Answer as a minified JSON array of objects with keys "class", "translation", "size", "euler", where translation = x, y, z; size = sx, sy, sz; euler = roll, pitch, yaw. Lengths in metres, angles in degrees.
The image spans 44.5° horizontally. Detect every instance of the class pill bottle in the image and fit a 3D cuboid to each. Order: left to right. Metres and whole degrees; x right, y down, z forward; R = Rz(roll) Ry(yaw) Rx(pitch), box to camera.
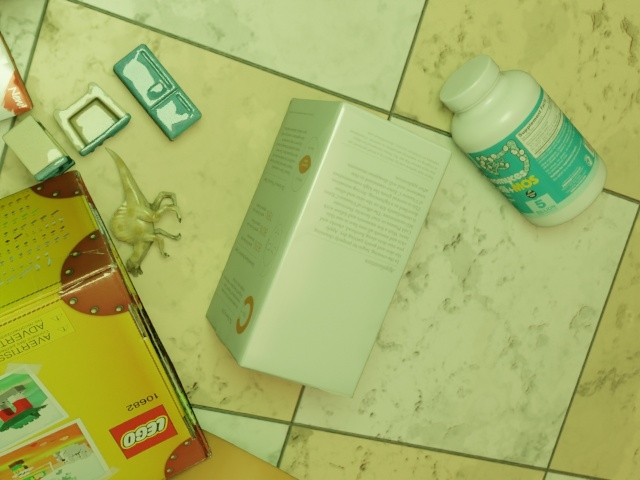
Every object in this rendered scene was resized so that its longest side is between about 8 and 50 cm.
[{"class":"pill bottle","translation":[0.296,-0.151,1.166],"size":[0.264,0.146,0.146],"euler":[42,85,-21]}]

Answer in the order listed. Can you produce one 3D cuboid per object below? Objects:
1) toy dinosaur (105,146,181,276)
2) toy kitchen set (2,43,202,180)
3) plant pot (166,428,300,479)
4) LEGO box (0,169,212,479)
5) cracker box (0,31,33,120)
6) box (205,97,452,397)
[{"class":"toy dinosaur","translation":[-0.238,-0.037,1.053],"size":[0.093,0.053,0.183],"euler":[-9,104,-16]},{"class":"toy kitchen set","translation":[-0.257,-0.139,0.957],"size":[0.207,0.166,0.122],"euler":[-41,102,-8]},{"class":"plant pot","translation":[-0.132,0.392,1.070],"size":[0.291,0.291,0.203],"euler":[35,72,-22]},{"class":"LEGO box","translation":[-0.423,0.199,0.886],"size":[0.500,0.193,0.372],"euler":[-24,135,-13]},{"class":"cracker box","translation":[-0.485,-0.189,0.929],"size":[0.232,0.067,0.155],"euler":[-25,108,-14]},{"class":"box","translation":[0.000,0.000,1.055],"size":[0.168,0.215,0.345],"euler":[21,94,-22]}]
